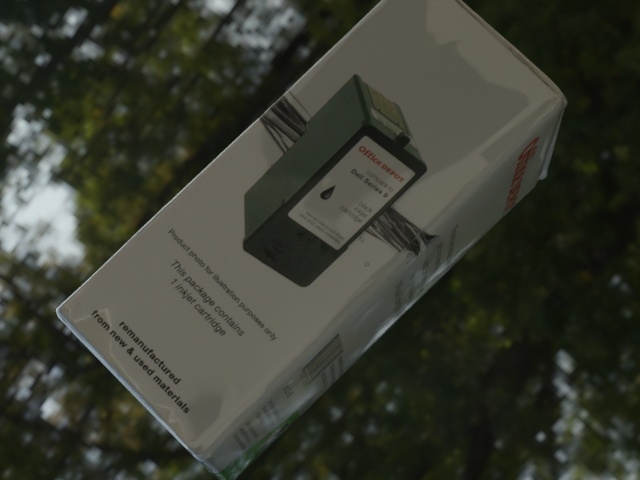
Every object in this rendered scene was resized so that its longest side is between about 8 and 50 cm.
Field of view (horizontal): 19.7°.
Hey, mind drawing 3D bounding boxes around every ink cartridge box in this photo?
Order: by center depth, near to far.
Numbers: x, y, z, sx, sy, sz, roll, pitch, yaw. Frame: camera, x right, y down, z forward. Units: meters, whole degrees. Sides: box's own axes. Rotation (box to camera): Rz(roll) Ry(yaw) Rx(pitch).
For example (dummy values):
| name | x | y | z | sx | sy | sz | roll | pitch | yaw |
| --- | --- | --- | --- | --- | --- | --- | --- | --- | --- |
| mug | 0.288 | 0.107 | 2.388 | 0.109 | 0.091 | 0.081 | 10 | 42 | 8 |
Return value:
| name | x | y | z | sx | sy | sz | roll | pitch | yaw |
| --- | --- | --- | --- | --- | --- | --- | --- | --- | --- |
| ink cartridge box | 0.000 | 0.000 | 1.109 | 0.121 | 0.289 | 0.211 | 45 | 172 | 10 |
